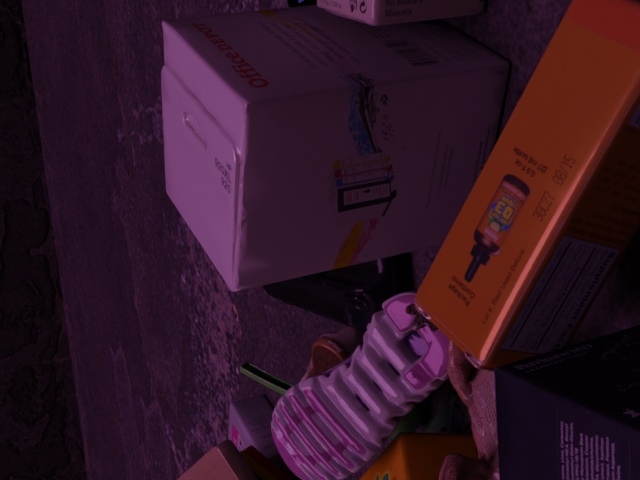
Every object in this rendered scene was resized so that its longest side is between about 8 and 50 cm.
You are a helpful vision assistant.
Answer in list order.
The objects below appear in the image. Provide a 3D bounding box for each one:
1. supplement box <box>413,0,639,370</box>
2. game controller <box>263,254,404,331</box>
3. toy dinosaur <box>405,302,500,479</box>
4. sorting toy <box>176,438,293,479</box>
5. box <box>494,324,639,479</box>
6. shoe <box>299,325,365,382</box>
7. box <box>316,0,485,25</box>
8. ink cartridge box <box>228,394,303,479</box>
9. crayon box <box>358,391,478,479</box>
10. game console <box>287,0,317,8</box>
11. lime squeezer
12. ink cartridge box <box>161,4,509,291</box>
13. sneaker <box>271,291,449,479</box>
[{"bbox_3d":[0.152,-0.032,0.577,0.078,0.080,0.233,46,115,46],"label":"supplement box"},{"bbox_3d":[0.000,0.000,1.047,0.319,0.067,0.167,13,98,62],"label":"game controller"},{"bbox_3d":[0.157,0.144,0.717,0.127,0.200,0.296,-13,62,27],"label":"toy dinosaur"},{"bbox_3d":[-0.084,0.403,1.258,0.255,0.089,0.257,54,140,10],"label":"sorting toy"},{"bbox_3d":[0.208,0.116,0.531,0.158,0.155,0.093,17,116,62],"label":"box"},{"bbox_3d":[0.016,0.167,1.088,0.076,0.058,0.219,33,144,13],"label":"shoe"},{"bbox_3d":[0.063,-0.309,0.697,0.094,0.113,0.275,37,135,53],"label":"box"},{"bbox_3d":[-0.066,0.404,1.354,0.239,0.060,0.275,50,144,47],"label":"ink cartridge box"},{"bbox_3d":[0.088,0.316,0.847,0.203,0.083,0.323,116,154,-52],"label":"crayon box"},{"bbox_3d":[-0.021,-0.380,0.917,0.213,0.043,0.362,-9,93,65],"label":"game console"},{"bbox_3d":[0.036,0.162,0.967,0.310,0.059,0.110,-16,120,44],"label":"lime squeezer"},{"bbox_3d":[0.003,-0.089,0.777,0.171,0.232,0.168,49,142,47],"label":"ink cartridge box"},{"bbox_3d":[0.053,0.131,0.842,0.236,0.104,0.095,-46,74,27],"label":"sneaker"}]
